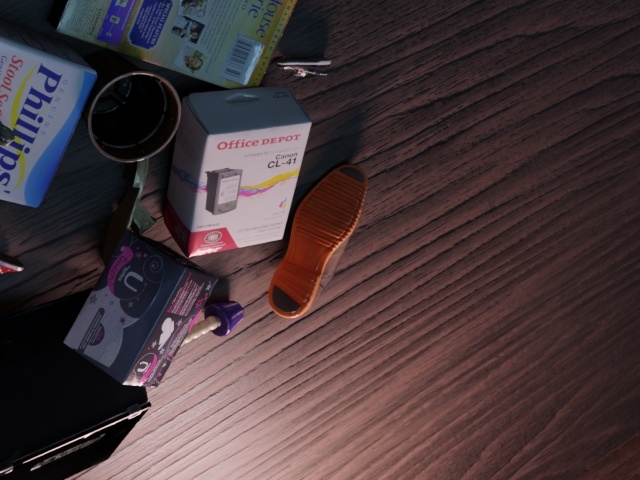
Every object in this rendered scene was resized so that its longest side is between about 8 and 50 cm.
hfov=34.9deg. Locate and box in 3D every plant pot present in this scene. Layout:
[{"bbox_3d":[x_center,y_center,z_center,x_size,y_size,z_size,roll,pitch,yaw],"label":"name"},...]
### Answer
[{"bbox_3d":[-0.354,-0.246,1.785,0.167,0.165,0.166,-18,127,-25],"label":"plant pot"}]

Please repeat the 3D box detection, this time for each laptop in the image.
[{"bbox_3d":[-0.566,0.329,2.043,0.382,0.236,0.408,-19,157,-44],"label":"laptop"}]

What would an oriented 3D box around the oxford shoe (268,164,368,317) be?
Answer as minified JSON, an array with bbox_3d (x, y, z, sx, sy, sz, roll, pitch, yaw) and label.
[{"bbox_3d":[0.000,0.000,2.254,0.363,0.130,0.133,-61,166,3],"label":"oxford shoe"}]

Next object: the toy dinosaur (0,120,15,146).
[{"bbox_3d":[-0.608,-0.151,1.538,0.268,0.064,0.118,6,108,-35],"label":"toy dinosaur"}]

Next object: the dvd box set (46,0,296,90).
[{"bbox_3d":[-0.235,-0.454,1.808,0.421,0.062,0.307,12,110,-39],"label":"dvd box set"}]

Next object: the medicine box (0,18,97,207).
[{"bbox_3d":[-0.560,-0.226,1.664,0.289,0.149,0.263,16,108,-40],"label":"medicine box"}]

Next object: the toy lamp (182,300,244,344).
[{"bbox_3d":[-0.270,0.196,2.150,0.275,0.080,0.080,-26,133,-44],"label":"toy lamp"}]

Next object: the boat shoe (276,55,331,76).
[{"bbox_3d":[-0.034,-0.345,2.033,0.125,0.046,0.038,-11,119,-40],"label":"boat shoe"}]

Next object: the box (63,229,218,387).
[{"bbox_3d":[-0.341,0.131,1.932,0.247,0.163,0.142,-60,158,0],"label":"box"}]

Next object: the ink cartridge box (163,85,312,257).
[{"bbox_3d":[-0.166,-0.132,1.978,0.226,0.131,0.306,-11,138,-28],"label":"ink cartridge box"}]

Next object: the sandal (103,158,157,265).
[{"bbox_3d":[-0.349,-0.054,1.966,0.079,0.088,0.239,8,108,-32],"label":"sandal"}]

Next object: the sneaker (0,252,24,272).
[{"bbox_3d":[-0.613,0.056,1.881,0.119,0.042,0.067,16,104,-33],"label":"sneaker"}]
